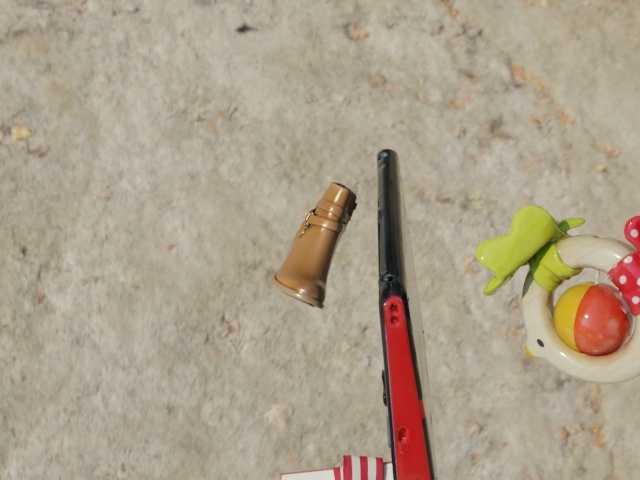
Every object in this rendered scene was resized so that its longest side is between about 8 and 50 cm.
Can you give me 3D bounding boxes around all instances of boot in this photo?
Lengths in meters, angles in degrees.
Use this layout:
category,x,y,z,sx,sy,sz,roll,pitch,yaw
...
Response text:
category,x,y,z,sx,sy,sz,roll,pitch,yaw
boot,0.000,0.000,1.148,0.073,0.152,0.197,28,10,-14

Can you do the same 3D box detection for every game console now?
category,x,y,z,sx,sy,sz,roll,pitch,yaw
game console,0.101,0.107,1.142,0.060,0.342,0.386,-8,30,7

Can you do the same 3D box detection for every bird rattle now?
category,x,y,z,sx,sy,sz,roll,pitch,yaw
bird rattle,0.304,0.053,0.932,0.253,0.207,0.143,9,21,30

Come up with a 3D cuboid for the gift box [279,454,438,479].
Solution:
category,x,y,z,sx,sy,sz,roll,pitch,yaw
gift box,0.056,0.464,1.243,0.276,0.258,0.255,-12,60,6
